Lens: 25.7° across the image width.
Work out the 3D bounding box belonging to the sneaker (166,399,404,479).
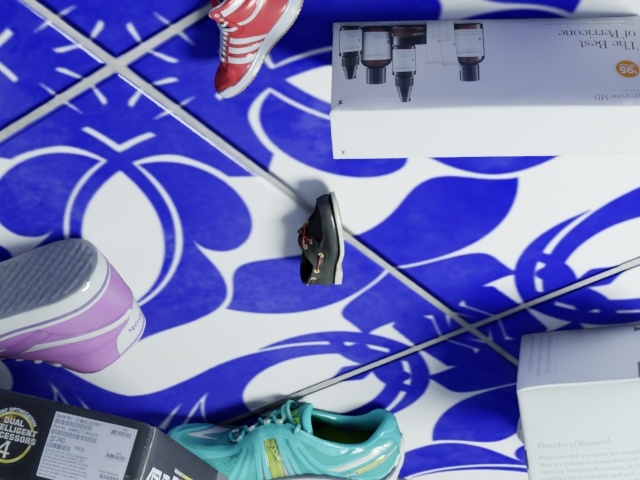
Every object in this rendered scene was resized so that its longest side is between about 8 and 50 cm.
[{"bbox_3d":[-0.043,0.224,1.584,0.275,0.107,0.110,1,124,-4],"label":"sneaker"}]

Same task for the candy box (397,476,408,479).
[{"bbox_3d":[0.105,0.317,1.683,0.205,0.105,0.027,22,99,-25],"label":"candy box"}]

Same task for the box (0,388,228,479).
[{"bbox_3d":[-0.318,0.215,1.418,0.394,0.097,0.318,10,162,13],"label":"box"}]

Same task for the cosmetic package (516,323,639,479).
[{"bbox_3d":[0.282,0.195,1.394,0.151,0.151,0.184,-7,105,12],"label":"cosmetic package"}]

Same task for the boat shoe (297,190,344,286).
[{"bbox_3d":[0.000,0.002,1.289,0.042,0.049,0.133,-4,149,-5],"label":"boat shoe"}]

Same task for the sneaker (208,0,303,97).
[{"bbox_3d":[-0.069,-0.161,1.073,0.067,0.042,0.118,17,134,-26],"label":"sneaker"}]

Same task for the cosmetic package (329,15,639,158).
[{"bbox_3d":[0.128,-0.118,1.075,0.239,0.099,0.060,-1,145,3],"label":"cosmetic package"}]

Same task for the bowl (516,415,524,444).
[{"bbox_3d":[0.299,0.200,1.546,0.142,0.053,0.142,-20,138,28],"label":"bowl"}]

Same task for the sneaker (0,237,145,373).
[{"bbox_3d":[-0.312,0.097,1.397,0.282,0.102,0.161,-10,146,16],"label":"sneaker"}]
